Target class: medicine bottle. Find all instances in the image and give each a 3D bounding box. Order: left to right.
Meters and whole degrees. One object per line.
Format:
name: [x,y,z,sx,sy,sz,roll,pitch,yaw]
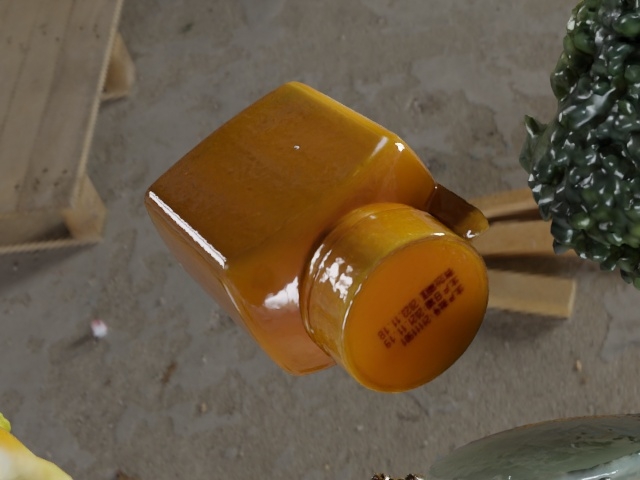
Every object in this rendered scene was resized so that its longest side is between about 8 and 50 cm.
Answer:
medicine bottle: [0.000,0.001,0.685,0.149,0.112,0.222,-39,38,-10]
medicine bottle: [0.138,0.172,0.577,0.147,0.147,0.143,-14,89,4]

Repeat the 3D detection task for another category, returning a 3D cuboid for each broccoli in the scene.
broccoli: [0.310,-0.053,0.692,0.348,0.293,0.281,-6,5,37]

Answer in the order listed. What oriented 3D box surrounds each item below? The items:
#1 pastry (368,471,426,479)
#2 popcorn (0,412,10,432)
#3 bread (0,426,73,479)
pastry: [0.153,0.515,1.871,0.275,0.275,0.193,44,109,38]
popcorn: [-0.420,0.337,1.240,0.235,0.242,0.250,-35,56,-28]
bread: [-0.244,0.244,0.320,0.394,0.250,0.361,-25,31,5]
